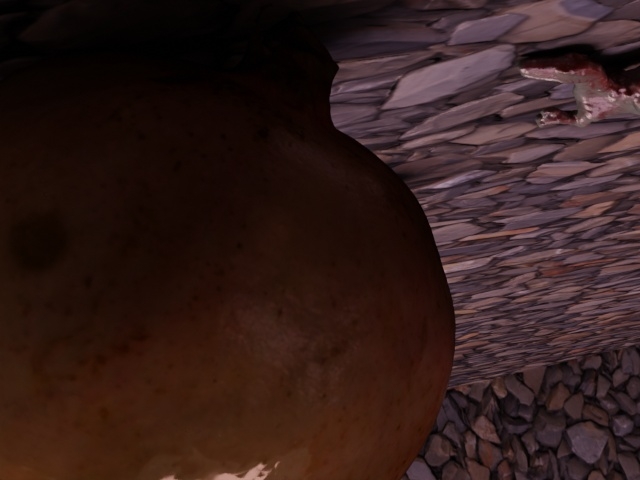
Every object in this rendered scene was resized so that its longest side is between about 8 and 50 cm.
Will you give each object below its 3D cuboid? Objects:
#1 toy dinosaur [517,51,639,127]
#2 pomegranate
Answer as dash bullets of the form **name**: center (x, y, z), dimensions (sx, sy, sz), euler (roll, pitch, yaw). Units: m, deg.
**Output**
- **toy dinosaur**: center (0.268, -0.108, 1.324), dimensions (0.242, 0.053, 0.167), euler (-2, 166, 14)
- **pomegranate**: center (-0.077, 0.022, 1.085), dimensions (0.338, 0.338, 0.338), euler (-9, 171, -1)
